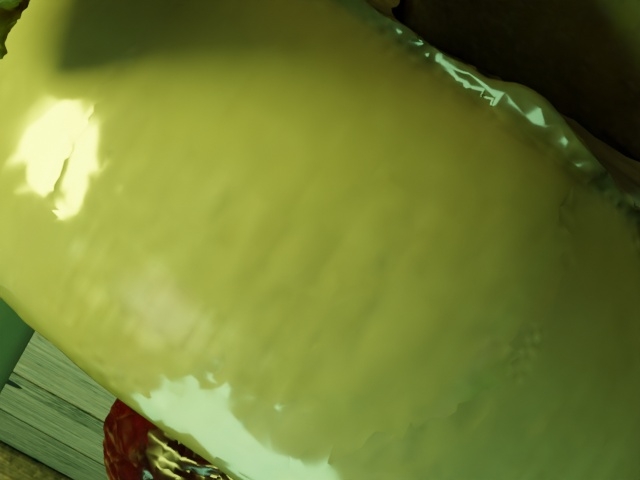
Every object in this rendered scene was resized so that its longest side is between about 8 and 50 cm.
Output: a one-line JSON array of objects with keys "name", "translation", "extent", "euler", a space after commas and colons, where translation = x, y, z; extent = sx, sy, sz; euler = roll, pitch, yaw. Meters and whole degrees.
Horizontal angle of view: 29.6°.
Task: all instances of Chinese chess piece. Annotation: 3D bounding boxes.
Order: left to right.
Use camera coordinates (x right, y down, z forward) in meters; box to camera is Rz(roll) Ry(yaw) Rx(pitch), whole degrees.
[{"name": "Chinese chess piece", "translation": [0.000, 0.000, 0.482], "extent": [0.338, 0.140, 0.338], "euler": [37, -179, -1]}]

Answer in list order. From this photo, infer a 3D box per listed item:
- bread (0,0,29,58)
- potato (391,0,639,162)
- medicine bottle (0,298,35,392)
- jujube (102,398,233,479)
[{"name": "bread", "translation": [-0.091, -0.155, 0.307], "extent": [0.132, 0.172, 0.103], "euler": [33, 157, -22]}, {"name": "potato", "translation": [0.148, -0.067, 0.357], "extent": [0.243, 0.098, 0.138], "euler": [37, 151, 17]}, {"name": "medicine bottle", "translation": [-0.200, -0.018, 0.674], "extent": [0.139, 0.225, 0.139], "euler": [22, 159, 9]}, {"name": "jujube", "translation": [-0.014, 0.196, 0.977], "extent": [0.342, 0.216, 0.216], "euler": [22, 160, 35]}]
